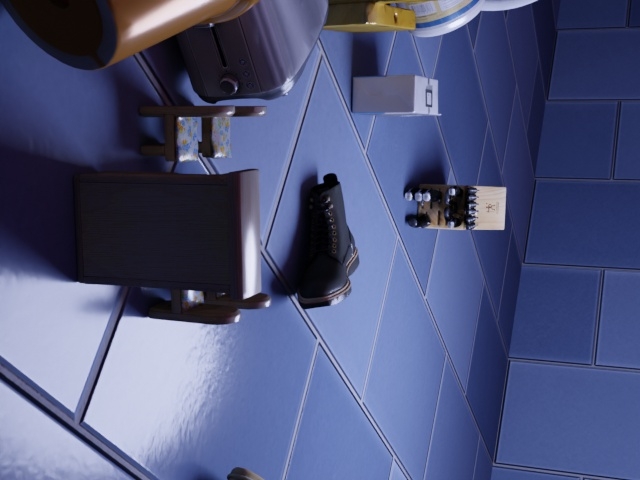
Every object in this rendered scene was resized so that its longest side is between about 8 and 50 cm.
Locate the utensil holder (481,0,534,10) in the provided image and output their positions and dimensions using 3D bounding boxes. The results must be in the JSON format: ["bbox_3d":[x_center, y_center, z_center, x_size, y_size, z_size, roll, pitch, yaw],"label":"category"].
[{"bbox_3d":[0.313,-0.658,1.716,0.328,0.327,0.386,68,29,-48],"label":"utensil holder"}]

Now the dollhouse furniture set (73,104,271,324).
[{"bbox_3d":[-0.097,-0.022,0.933,0.242,0.160,0.212,-22,113,-67],"label":"dollhouse furniture set"}]

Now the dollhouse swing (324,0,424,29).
[{"bbox_3d":[0.143,-0.466,1.308,0.315,0.304,0.347,-24,114,-67],"label":"dollhouse swing"}]

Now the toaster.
[{"bbox_3d":[-0.074,-0.259,1.013,0.146,0.129,0.227,70,30,-41],"label":"toaster"}]

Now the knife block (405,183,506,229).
[{"bbox_3d":[0.233,-0.068,1.927,0.275,0.242,0.088,-170,-98,-66],"label":"knife block"}]

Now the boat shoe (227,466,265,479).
[{"bbox_3d":[-0.043,0.350,1.201,0.285,0.104,0.089,48,51,-60],"label":"boat shoe"}]

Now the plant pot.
[{"bbox_3d":[-0.149,-0.237,0.756,0.188,0.205,0.205,-50,140,-34],"label":"plant pot"}]

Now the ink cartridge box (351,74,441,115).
[{"bbox_3d":[0.128,-0.233,1.572,0.180,0.104,0.060,-16,106,-69],"label":"ink cartridge box"}]

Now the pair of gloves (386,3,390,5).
[{"bbox_3d":[0.112,-0.408,1.638,0.074,0.010,0.083,-23,115,-67],"label":"pair of gloves"}]

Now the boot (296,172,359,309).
[{"bbox_3d":[0.000,0.000,1.332,0.198,0.076,0.137,-70,152,-68],"label":"boot"}]

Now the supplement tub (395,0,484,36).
[{"bbox_3d":[0.174,-0.451,1.581,0.200,0.144,0.144,62,35,-33],"label":"supplement tub"}]
